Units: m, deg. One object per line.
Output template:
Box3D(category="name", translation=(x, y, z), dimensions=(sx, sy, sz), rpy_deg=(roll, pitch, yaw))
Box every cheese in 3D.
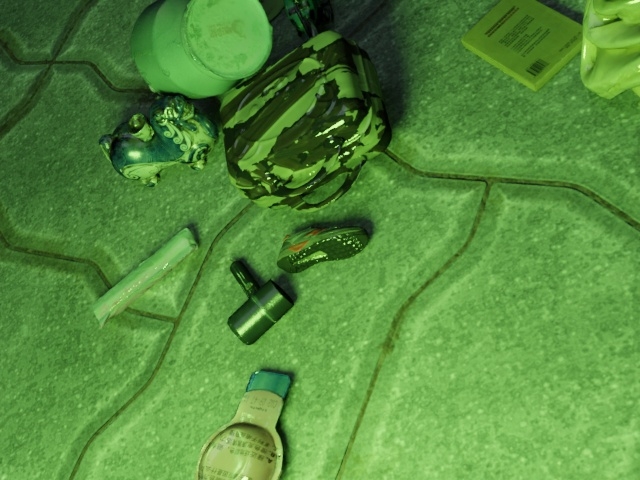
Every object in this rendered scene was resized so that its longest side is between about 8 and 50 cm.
Box3D(category="cheese", translation=(-0.134, 0.366, 1.584), dimensions=(0.189, 0.074, 0.286), rpy_deg=(2, 59, 32))

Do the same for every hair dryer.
Box3D(category="hair dryer", translation=(-0.148, 0.102, 1.769), dimensions=(0.124, 0.071, 0.219), rpy_deg=(-41, 42, 3))

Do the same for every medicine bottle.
Box3D(category="medicine bottle", translation=(-0.253, -0.433, 1.921), dimensions=(0.245, 0.245, 0.290), rpy_deg=(-58, 26, -12))

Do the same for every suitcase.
Box3D(category="suitcase", translation=(-0.028, -0.212, 1.806), dimensions=(0.351, 0.194, 0.339), rpy_deg=(-29, 53, 25))

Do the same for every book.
Box3D(category="book", translation=(0.407, -0.403, 1.769), dimensions=(0.161, 0.026, 0.231), rpy_deg=(-43, 49, 0))

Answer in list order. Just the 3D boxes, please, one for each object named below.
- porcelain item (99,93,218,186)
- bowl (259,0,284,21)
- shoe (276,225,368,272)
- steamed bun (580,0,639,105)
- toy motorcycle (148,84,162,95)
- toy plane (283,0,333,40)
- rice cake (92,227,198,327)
Box3D(category="porcelain item", translation=(-0.379, -0.234, 2.040), dimensions=(0.288, 0.186, 0.138), rpy_deg=(-12, 58, 27))
Box3D(category="bowl", translation=(-0.203, -0.641, 2.229), dimensions=(0.238, 0.126, 0.238), rpy_deg=(-16, 55, 24))
Box3D(category="shoe", translation=(0.001, -0.001, 1.737), dimensions=(0.194, 0.074, 0.077), rpy_deg=(-20, 48, 22))
Box3D(category="steamed bun", translation=(0.589, -0.403, 1.519), dimensions=(0.346, 0.237, 0.394), rpy_deg=(-30, 51, 13))
Box3D(category="toy motorcycle", translation=(-0.425, -0.475, 2.270), dimensions=(0.112, 0.112, 0.254), rpy_deg=(-28, 52, 13))
Box3D(category="toy plane", translation=(-0.040, -0.522, 2.041), dimensions=(0.106, 0.155, 0.381), rpy_deg=(-20, 70, 19))
Box3D(category="rice cake", translation=(-0.378, 0.087, 1.924), dimensions=(0.290, 0.051, 0.081), rpy_deg=(-40, 40, 6))
